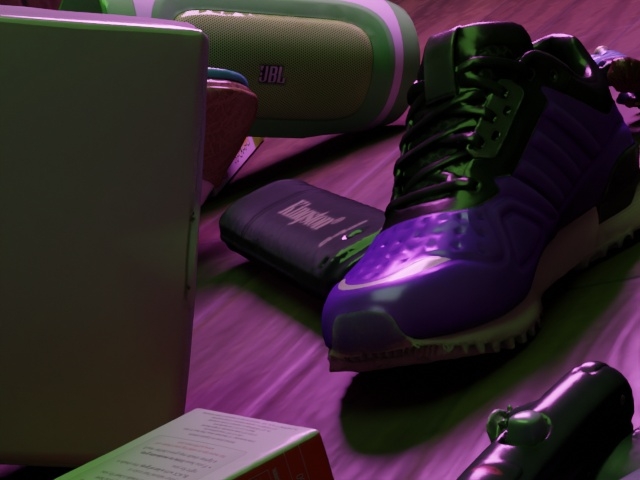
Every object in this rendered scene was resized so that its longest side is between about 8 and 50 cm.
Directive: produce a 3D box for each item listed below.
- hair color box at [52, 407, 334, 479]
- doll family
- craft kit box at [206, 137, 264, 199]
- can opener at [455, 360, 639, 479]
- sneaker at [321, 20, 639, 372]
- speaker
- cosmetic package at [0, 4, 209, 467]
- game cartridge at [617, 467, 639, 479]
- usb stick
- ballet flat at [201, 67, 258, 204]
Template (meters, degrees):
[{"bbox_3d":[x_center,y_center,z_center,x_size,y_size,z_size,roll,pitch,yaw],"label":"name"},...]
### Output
[{"bbox_3d":[-0.083,0.123,0.716,0.167,0.053,0.093,-23,14,-32],"label":"hair color box"},{"bbox_3d":[0.258,-0.124,1.324,0.193,0.076,0.111,-23,16,-1],"label":"doll family"},{"bbox_3d":[-0.192,-0.059,1.695,0.250,0.061,0.246,-14,15,12],"label":"craft kit box"},{"bbox_3d":[0.062,0.094,0.625,0.073,0.059,0.186,-6,16,41],"label":"can opener"},{"bbox_3d":[0.074,-0.035,0.982,0.102,0.146,0.293,-9,14,34],"label":"sneaker"},{"bbox_3d":[-0.067,-0.155,1.584,0.297,0.131,0.131,0,1,-32],"label":"speaker"},{"bbox_3d":[-0.251,-0.015,0.907,0.385,0.217,0.156,5,8,-10],"label":"cosmetic package"},{"bbox_3d":[0.123,0.126,0.407,0.230,0.068,0.355,-29,16,-30],"label":"game cartridge"},{"bbox_3d":[0.000,0.000,1.173,0.077,0.045,0.278,-19,12,-13],"label":"usb stick"},{"bbox_3d":[-0.158,-0.046,1.427,0.116,0.124,0.342,12,-11,-36],"label":"ballet flat"}]
